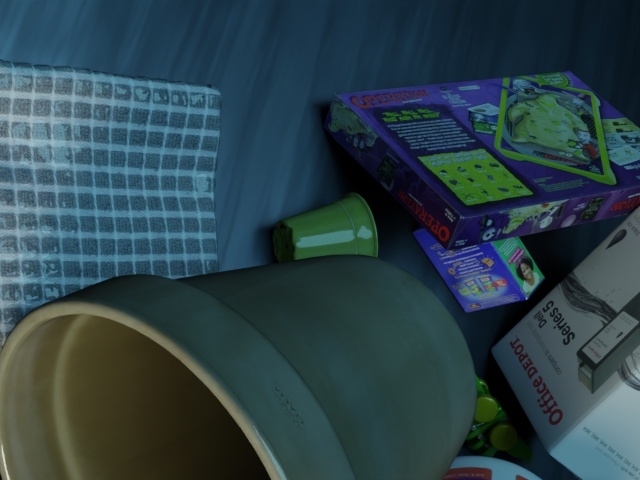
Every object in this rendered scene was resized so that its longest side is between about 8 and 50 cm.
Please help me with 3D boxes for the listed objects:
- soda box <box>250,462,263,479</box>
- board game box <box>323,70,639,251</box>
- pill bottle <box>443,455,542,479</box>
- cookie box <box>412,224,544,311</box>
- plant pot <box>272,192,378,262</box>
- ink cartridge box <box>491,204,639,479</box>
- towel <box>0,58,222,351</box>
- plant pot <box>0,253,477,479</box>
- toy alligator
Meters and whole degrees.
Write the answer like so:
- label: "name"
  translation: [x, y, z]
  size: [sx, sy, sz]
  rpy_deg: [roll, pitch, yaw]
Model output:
- label: "soda box"
  translation: [-0.075, 0.261, 1.160]
  size: [0.092, 0.083, 0.263]
  rpy_deg: [49, 55, -19]
- label: "board game box"
  translation: [0.198, -0.091, 1.385]
  size: [0.347, 0.056, 0.208]
  rpy_deg: [-10, 48, -37]
- label: "pill bottle"
  translation: [0.127, 0.342, 1.156]
  size: [0.181, 0.181, 0.323]
  rpy_deg: [52, 24, -17]
- label: "cookie box"
  translation: [0.161, 0.014, 1.384]
  size: [0.040, 0.092, 0.107]
  rpy_deg: [-46, 109, -37]
- label: "plant pot"
  translation: [0.000, 0.000, 1.282]
  size: [0.079, 0.083, 0.083]
  rpy_deg: [-8, 85, -25]
- label: "ink cartridge box"
  translation: [0.323, 0.096, 1.343]
  size: [0.115, 0.198, 0.273]
  rpy_deg: [38, 103, -25]
- label: "towel"
  translation: [-0.205, -0.024, 1.098]
  size: [0.284, 0.121, 0.235]
  rpy_deg: [0, 81, -37]
- label: "plant pot"
  translation: [-0.036, 0.142, 1.015]
  size: [0.280, 0.323, 0.323]
  rpy_deg: [-29, 98, -43]
- label: "toy alligator"
  translation: [0.147, 0.162, 1.372]
  size: [0.051, 0.056, 0.189]
  rpy_deg: [-35, 106, 5]
